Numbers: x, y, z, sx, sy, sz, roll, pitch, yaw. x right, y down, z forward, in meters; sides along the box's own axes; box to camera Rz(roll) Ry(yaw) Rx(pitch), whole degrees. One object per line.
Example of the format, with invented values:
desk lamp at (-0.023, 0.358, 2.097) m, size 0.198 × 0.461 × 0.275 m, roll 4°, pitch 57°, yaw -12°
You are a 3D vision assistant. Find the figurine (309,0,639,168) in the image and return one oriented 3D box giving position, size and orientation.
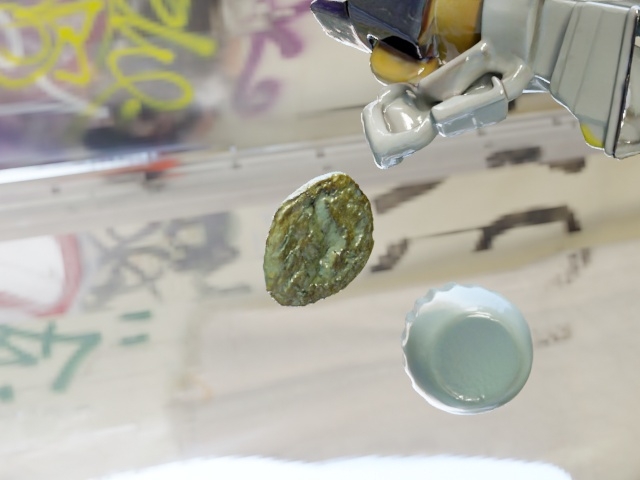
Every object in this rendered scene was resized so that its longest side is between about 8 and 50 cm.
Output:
figurine at (0.134, -0.175, 1.095) m, size 0.308 × 0.308 × 0.143 m, roll -121°, pitch -159°, yaw -49°

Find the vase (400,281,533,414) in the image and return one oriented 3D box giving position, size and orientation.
vase at (0.139, 0.099, 1.533) m, size 0.248 × 0.128 × 0.128 m, roll -118°, pitch -159°, yaw -84°

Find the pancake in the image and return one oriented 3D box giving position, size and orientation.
pancake at (0.000, -0.001, 1.074) m, size 0.017 × 0.108 × 0.108 m, roll 29°, pitch -51°, yaw 40°
